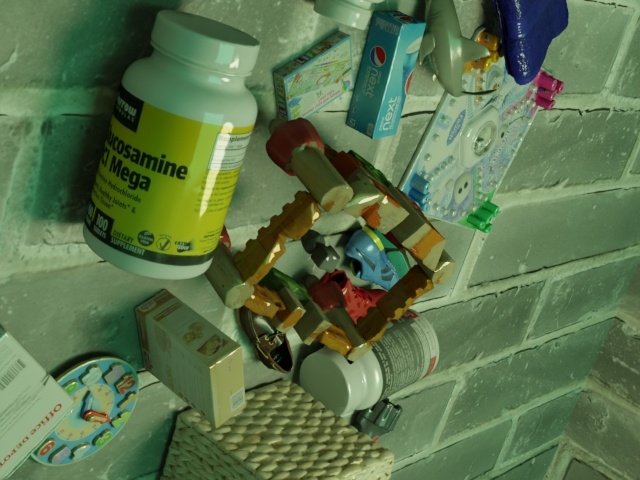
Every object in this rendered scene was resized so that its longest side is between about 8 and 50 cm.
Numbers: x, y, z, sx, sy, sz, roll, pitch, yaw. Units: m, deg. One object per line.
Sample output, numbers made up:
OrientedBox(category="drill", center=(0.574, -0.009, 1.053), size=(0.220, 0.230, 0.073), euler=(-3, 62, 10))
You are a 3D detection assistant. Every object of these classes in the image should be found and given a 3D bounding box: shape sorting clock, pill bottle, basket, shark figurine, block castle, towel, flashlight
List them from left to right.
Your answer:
OrientedBox(category="shape sorting clock", center=(-0.373, 0.273, 1.655), size=(0.206, 0.040, 0.206), euler=(-33, 139, -34))
OrientedBox(category="pill bottle", center=(-0.196, -0.130, 1.423), size=(0.188, 0.188, 0.334), euler=(-6, 120, -51))
OrientedBox(category="basket", center=(-0.083, 0.467, 1.940), size=(0.331, 0.328, 0.266), euler=(-8, 120, -50))
OrientedBox(category="block castle", center=(0.000, 0.000, 1.764), size=(0.303, 0.213, 0.453), euler=(-45, 143, 11))
OrientedBox(category="flashlight", center=(0.088, 0.502, 2.406), size=(0.304, 0.103, 0.103), euler=(-59, 174, 0))
OrientedBox(category="pill bottle", center=(0.065, -0.433, 1.585), size=(0.117, 0.117, 0.208), euler=(-1, 117, -53))
OrientedBox(category="pill bottle", center=(0.101, 0.251, 2.157), size=(0.283, 0.161, 0.161), euler=(-19, 131, -44))
OrientedBox(category="shark figurine", center=(0.255, -0.324, 1.887), size=(0.278, 0.116, 0.166), euler=(64, 33, -46))
OrientedBox(category="towel", center=(0.390, -0.481, 1.986), size=(0.228, 0.076, 0.308), euler=(-55, 143, -33))

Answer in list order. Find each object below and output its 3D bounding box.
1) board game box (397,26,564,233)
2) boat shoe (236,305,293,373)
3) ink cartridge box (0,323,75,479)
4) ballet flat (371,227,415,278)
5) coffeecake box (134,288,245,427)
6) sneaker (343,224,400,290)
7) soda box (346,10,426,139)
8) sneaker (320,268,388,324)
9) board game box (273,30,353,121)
OrientedBox(category="board game box", center=(0.345, -0.212, 2.201), size=(0.390, 0.050, 0.390), euler=(13, 105, -56))
OrientedBox(category="boat shoe", center=(-0.093, 0.170, 1.915), size=(0.073, 0.073, 0.207), euler=(-45, 144, -18))
OrientedBox(category="ink cartridge box", center=(-0.459, 0.214, 1.446), size=(0.158, 0.092, 0.218), euler=(-47, 144, -17))
OrientedBox(category="ballet flat", center=(0.149, -0.002, 2.114), size=(0.213, 0.072, 0.068), euler=(67, 30, -53))
OrientedBox(category="coffeecake box", center=(-0.207, 0.187, 1.670), size=(0.068, 0.185, 0.142), euler=(-33, 140, -33))
OrientedBox(category="sneaker", center=(0.097, 0.052, 2.079), size=(0.082, 0.069, 0.209), euler=(-44, 144, -9))
OrientedBox(category="soda box", center=(0.113, -0.287, 1.815), size=(0.071, 0.067, 0.210), euler=(-16, 129, -46))
OrientedBox(category="sneaker", center=(0.070, 0.111, 2.072), size=(0.221, 0.087, 0.128), euler=(-24, 135, -43))
OrientedBox(category="board game box", center=(-0.009, -0.262, 1.710), size=(0.154, 0.026, 0.103), euler=(-37, 142, -29))
